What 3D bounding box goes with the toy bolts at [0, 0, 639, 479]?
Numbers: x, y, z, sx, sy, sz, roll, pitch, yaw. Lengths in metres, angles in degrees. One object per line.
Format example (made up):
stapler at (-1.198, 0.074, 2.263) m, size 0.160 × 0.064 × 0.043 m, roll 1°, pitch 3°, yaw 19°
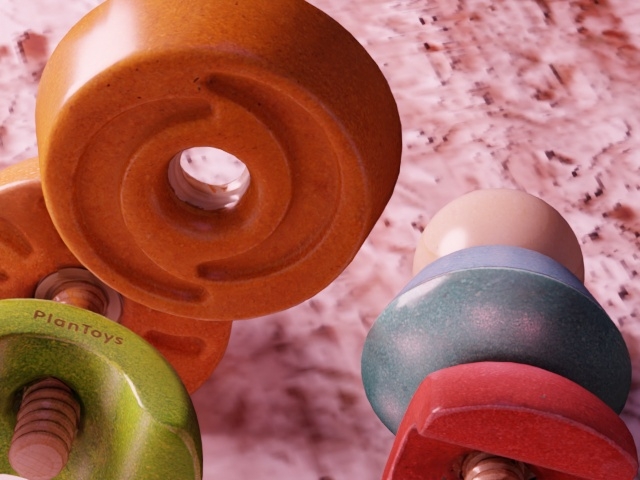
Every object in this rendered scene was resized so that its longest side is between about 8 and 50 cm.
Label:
toy bolts at (0.000, 0.000, 0.619) m, size 0.228 × 0.218 × 0.158 m, roll 20°, pitch 36°, yaw -8°
